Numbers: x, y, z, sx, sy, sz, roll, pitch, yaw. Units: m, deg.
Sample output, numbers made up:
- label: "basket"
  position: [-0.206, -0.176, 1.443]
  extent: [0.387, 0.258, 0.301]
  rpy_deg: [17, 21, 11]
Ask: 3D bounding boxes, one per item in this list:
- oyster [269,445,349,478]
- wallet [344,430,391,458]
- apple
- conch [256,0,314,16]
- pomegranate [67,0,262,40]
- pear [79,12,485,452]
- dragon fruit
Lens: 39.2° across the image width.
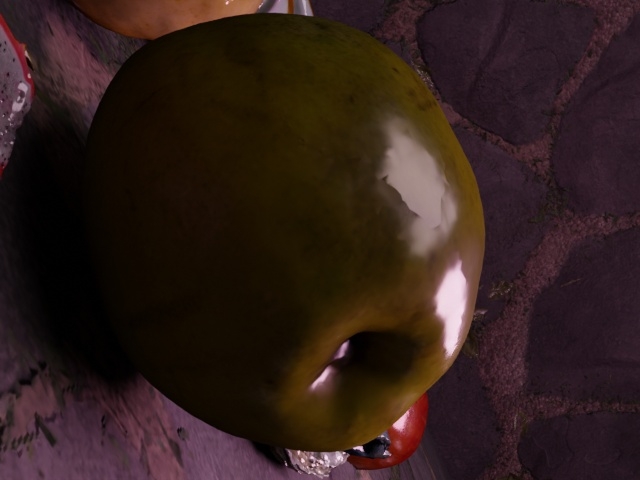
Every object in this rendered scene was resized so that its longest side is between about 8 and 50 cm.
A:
- label: "oyster"
  position: [-0.023, 0.163, 0.843]
  extent: [0.177, 0.064, 0.124]
  rpy_deg: [45, 26, -72]
- label: "wallet"
  position: [-0.052, 0.024, 0.850]
  extent: [0.191, 0.046, 0.379]
  rpy_deg: [31, 27, -40]
- label: "apple"
  position: [0.047, 0.180, 1.041]
  extent: [0.158, 0.147, 0.156]
  rpy_deg: [58, 31, -53]
- label: "conch"
  position: [-0.108, -0.255, 1.126]
  extent: [0.368, 0.197, 0.249]
  rpy_deg: [36, 51, -69]
- label: "pomegranate"
  position: [-0.139, -0.280, 0.765]
  extent: [0.233, 0.233, 0.233]
  rpy_deg: [-23, 90, -85]
- label: "pear"
  position: [-0.030, -0.017, 0.578]
  extent: [0.252, 0.253, 0.307]
  rpy_deg: [63, 0, -37]
- label: "dragon fruit"
  position: [-0.166, -0.060, 0.387]
  extent: [0.056, 0.060, 0.083]
  rpy_deg: [71, 25, -62]
